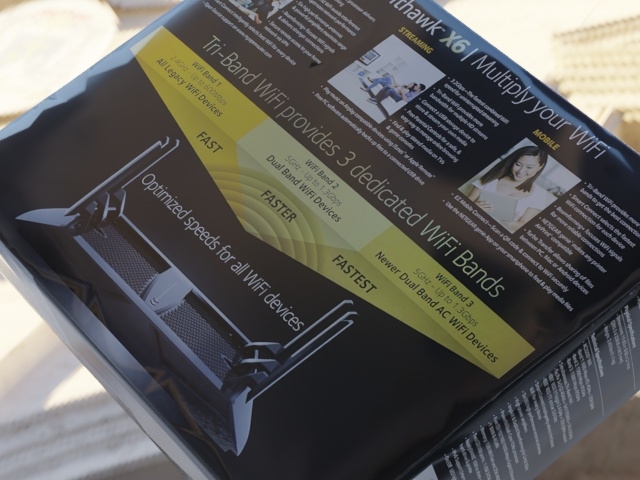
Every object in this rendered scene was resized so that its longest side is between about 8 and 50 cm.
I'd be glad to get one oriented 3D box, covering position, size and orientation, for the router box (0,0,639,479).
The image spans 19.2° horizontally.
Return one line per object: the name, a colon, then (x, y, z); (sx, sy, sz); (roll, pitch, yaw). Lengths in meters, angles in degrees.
router box: (0.000, 0.000, 0.907); (0.309, 0.243, 0.081); (43, -17, 37)
